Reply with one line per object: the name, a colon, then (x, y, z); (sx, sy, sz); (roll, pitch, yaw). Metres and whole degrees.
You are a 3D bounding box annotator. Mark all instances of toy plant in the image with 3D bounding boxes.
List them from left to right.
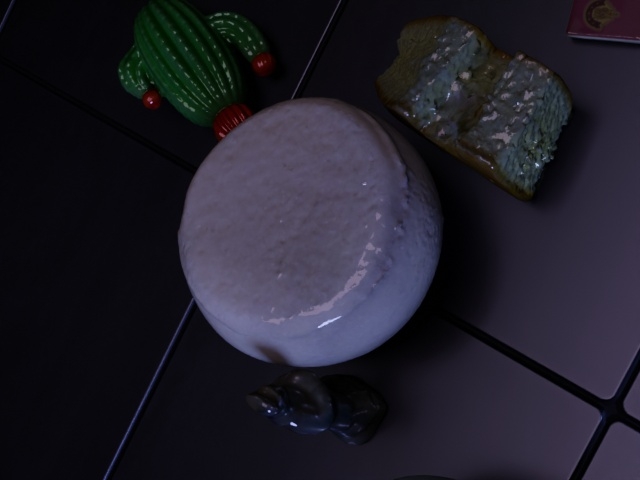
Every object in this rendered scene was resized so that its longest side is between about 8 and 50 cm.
toy plant: (-0.134, -0.205, 1.428); (0.240, 0.088, 0.154); (27, 80, 24)

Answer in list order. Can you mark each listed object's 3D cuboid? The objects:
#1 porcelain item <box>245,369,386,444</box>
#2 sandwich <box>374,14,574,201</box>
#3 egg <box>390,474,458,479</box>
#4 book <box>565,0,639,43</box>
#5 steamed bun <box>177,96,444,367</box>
porcelain item: (-0.016, 0.165, 1.215); (0.081, 0.215, 0.069); (34, 97, 28)
sandwich: (0.139, -0.153, 1.240); (0.235, 0.128, 0.122); (34, 90, 29)
egg: (0.144, 0.384, 1.076); (0.230, 0.230, 0.371); (-40, 69, 18)
book: (0.370, -0.270, 1.187); (0.232, 0.022, 0.162); (12, 87, 32)
steamed bun: (0.000, 0.000, 1.255); (0.283, 0.177, 0.283); (-10, 66, 23)
